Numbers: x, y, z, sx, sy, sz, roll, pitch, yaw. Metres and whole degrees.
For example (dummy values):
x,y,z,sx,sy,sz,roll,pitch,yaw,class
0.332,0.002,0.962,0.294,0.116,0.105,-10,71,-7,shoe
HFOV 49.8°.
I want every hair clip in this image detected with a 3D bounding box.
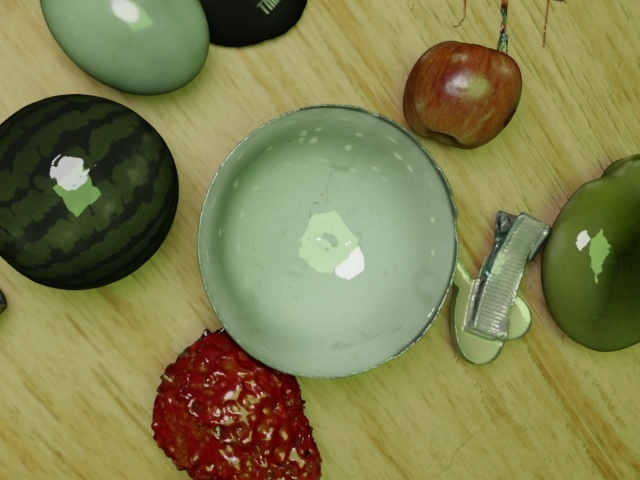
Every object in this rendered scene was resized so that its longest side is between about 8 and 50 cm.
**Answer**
x,y,z,sx,sy,sz,roll,pitch,yaw,class
0.233,0.063,0.955,0.159,0.071,0.218,20,89,-8,hair clip

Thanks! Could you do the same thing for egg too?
x,y,z,sx,sy,sz,roll,pitch,yaw,class
-0.215,-0.245,0.765,0.192,0.149,0.149,29,86,-13,egg

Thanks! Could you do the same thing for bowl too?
x,y,z,sx,sy,sz,roll,pitch,yaw,class
0.000,0.000,0.846,0.313,0.146,0.313,-1,94,-14,bowl

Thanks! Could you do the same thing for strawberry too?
x,y,z,sx,sy,sz,roll,pitch,yaw,class
-0.082,0.210,0.814,0.236,0.111,0.190,46,59,8,strawberry

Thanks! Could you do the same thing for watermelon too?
x,y,z,sx,sy,sz,roll,pitch,yaw,class
-0.257,-0.054,0.739,0.212,0.212,0.212,-1,94,-16,watermelon

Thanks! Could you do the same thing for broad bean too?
x,y,z,sx,sy,sz,roll,pitch,yaw,class
0.427,0.016,0.982,0.238,0.119,0.291,19,91,-24,broad bean

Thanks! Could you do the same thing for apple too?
x,y,z,sx,sy,sz,roll,pitch,yaw,class
0.180,-0.187,0.888,0.146,0.146,0.131,19,98,-16,apple

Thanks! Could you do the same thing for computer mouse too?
x,y,z,sx,sy,sz,roll,pitch,yaw,class
-0.110,-0.370,0.813,0.170,0.100,0.269,-24,100,-15,computer mouse

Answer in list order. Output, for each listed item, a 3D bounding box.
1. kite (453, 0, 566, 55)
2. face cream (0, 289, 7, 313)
x,y,z,sx,sy,sz,roll,pitch,yaw,class
0.258,-0.342,0.965,0.198,0.006,0.244,7,92,-16,kite
-0.508,0.155,0.737,0.349,0.105,0.105,-43,104,-9,face cream
